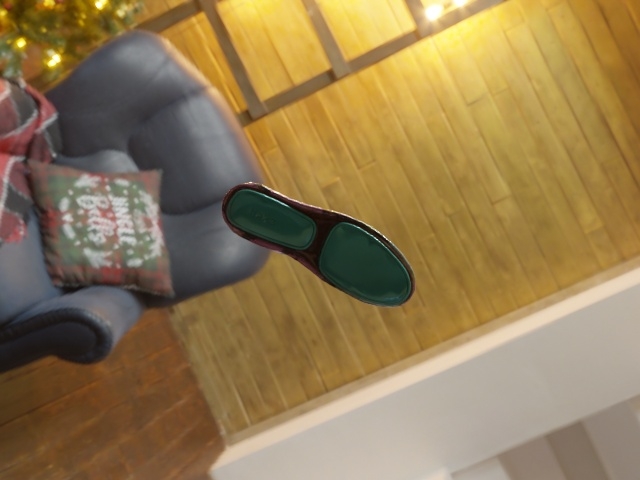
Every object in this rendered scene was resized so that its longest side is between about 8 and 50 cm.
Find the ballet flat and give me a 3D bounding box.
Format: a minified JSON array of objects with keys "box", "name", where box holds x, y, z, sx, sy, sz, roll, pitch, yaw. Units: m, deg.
[{"box":[0.000,0.000,0.864,0.222,0.076,0.079,25,7,1],"name":"ballet flat"}]
